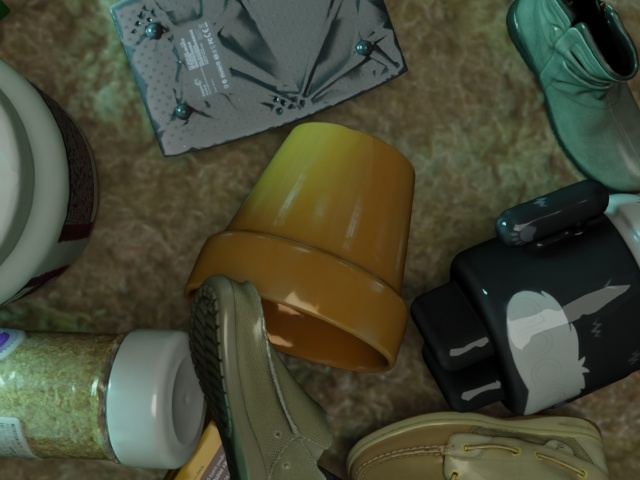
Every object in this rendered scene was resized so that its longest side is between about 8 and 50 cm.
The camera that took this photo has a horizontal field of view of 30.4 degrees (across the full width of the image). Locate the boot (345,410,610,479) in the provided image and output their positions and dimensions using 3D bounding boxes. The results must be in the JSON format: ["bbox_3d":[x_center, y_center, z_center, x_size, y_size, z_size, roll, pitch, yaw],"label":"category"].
[{"bbox_3d":[0.162,0.268,1.113,0.262,0.203,0.095,1,135,-9],"label":"boot"}]

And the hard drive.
[{"bbox_3d":[-0.060,-0.195,1.157,0.254,0.054,0.172,-20,93,-4],"label":"hard drive"}]

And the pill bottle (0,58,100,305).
[{"bbox_3d":[-0.310,-0.047,0.967,0.224,0.392,0.224,0,91,-5],"label":"pill bottle"}]

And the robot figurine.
[{"bbox_3d":[0.231,0.061,1.131,0.278,0.209,0.174,-22,76,-4],"label":"robot figurine"}]

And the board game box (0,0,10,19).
[{"bbox_3d":[-0.497,-0.210,1.113,0.316,0.064,0.242,-41,94,-3],"label":"board game box"}]

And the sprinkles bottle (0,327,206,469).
[{"bbox_3d":[-0.286,0.136,1.057,0.355,0.121,0.121,0,91,14],"label":"sprinkles bottle"}]

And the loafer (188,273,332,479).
[{"bbox_3d":[-0.043,0.146,1.005,0.092,0.102,0.269,-18,113,-18],"label":"loafer"}]

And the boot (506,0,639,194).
[{"bbox_3d":[0.266,-0.150,1.132,0.083,0.161,0.246,-33,93,-3],"label":"boot"}]

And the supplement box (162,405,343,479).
[{"bbox_3d":[-0.072,0.293,1.125,0.194,0.129,0.191,32,88,-4],"label":"supplement box"}]

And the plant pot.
[{"bbox_3d":[0.000,0.000,1.106,0.205,0.205,0.188,21,73,-5],"label":"plant pot"}]
